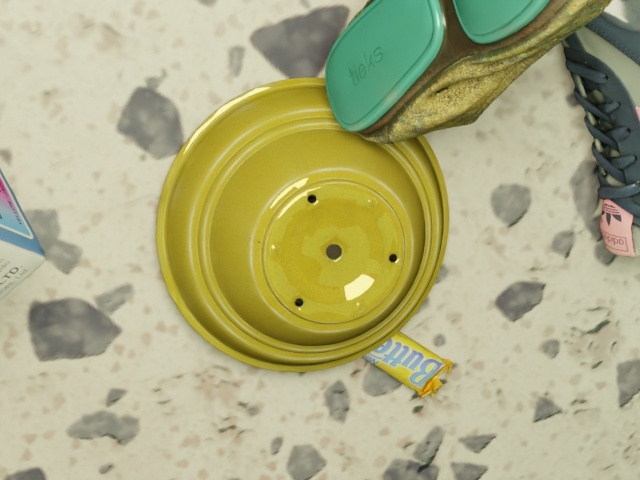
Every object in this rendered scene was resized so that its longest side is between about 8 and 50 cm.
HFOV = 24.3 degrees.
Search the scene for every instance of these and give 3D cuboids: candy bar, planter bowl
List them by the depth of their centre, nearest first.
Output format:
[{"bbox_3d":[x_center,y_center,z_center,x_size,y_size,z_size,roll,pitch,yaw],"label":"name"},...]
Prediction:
[{"bbox_3d":[0.000,0.000,1.029,0.217,0.090,0.217,-3,103,-14],"label":"planter bowl"},{"bbox_3d":[0.031,0.068,1.112,0.161,0.018,0.040,33,98,-21],"label":"candy bar"}]

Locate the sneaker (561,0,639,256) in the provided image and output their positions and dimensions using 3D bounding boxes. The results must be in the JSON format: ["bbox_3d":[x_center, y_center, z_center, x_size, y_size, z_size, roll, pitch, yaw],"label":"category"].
[{"bbox_3d":[0.237,-0.060,1.066,0.131,0.112,0.319,-44,112,1],"label":"sneaker"}]

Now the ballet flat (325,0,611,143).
[{"bbox_3d":[0.111,-0.150,0.882,0.123,0.348,0.123,6,72,-19],"label":"ballet flat"}]

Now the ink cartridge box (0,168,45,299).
[{"bbox_3d":[-0.373,-0.004,0.784,0.270,0.151,0.395,-40,156,10],"label":"ink cartridge box"}]
